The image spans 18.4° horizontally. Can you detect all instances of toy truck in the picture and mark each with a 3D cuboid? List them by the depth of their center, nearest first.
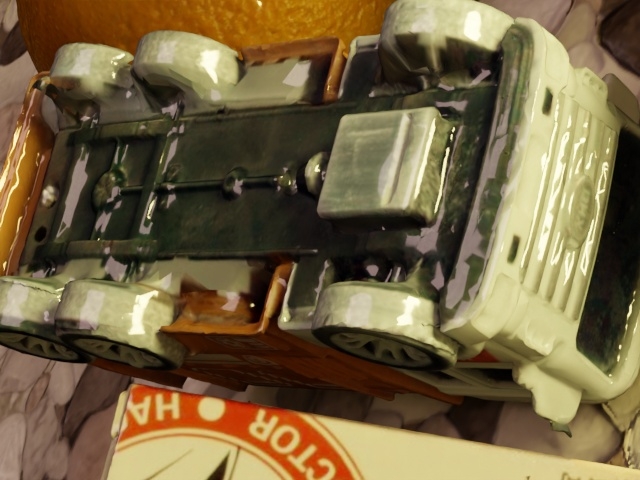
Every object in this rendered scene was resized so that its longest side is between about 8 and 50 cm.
[{"bbox_3d":[0.000,0.000,1.026,0.387,0.207,0.173,-1,69,46],"label":"toy truck"}]

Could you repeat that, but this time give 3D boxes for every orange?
[{"bbox_3d":[-0.069,-0.165,1.243,0.264,0.264,0.264,-36,37,33],"label":"orange"}]

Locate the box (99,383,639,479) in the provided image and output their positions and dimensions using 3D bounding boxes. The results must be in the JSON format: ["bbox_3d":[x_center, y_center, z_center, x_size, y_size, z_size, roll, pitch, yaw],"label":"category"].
[{"bbox_3d":[0.078,0.183,0.673,0.353,0.069,0.214,9,62,10],"label":"box"}]

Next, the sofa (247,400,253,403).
[{"bbox_3d":[-0.071,0.167,1.128,0.147,0.060,0.085,-42,35,25],"label":"sofa"}]
